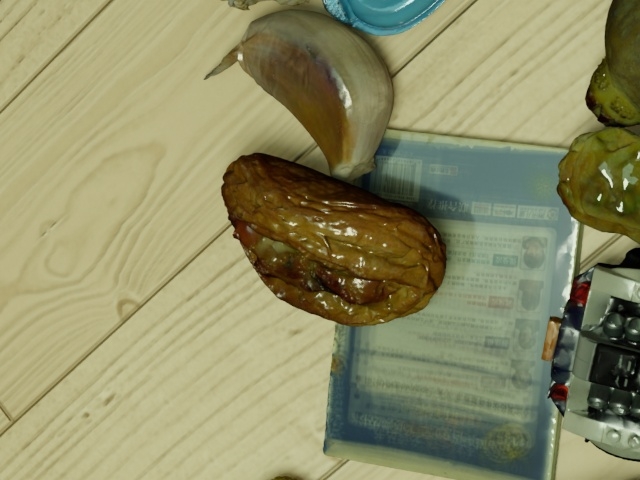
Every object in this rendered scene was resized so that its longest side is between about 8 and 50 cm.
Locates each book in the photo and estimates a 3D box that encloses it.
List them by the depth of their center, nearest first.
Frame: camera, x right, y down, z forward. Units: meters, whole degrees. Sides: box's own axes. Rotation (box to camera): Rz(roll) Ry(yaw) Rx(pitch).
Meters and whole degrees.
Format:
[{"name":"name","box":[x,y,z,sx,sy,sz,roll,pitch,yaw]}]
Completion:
[{"name":"book","box":[0.123,0.063,1.401,0.228,0.018,0.323,9,97,19]}]

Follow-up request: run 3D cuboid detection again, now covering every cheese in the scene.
[{"name":"cheese","box":[0.113,-0.271,1.367,0.256,0.037,0.106,-28,87,17]}]

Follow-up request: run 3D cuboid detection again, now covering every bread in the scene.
[{"name":"bread","box":[0.331,-0.030,1.272,0.269,0.098,0.087,15,75,18]}]

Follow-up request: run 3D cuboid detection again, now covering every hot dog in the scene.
[{"name":"hot dog","box":[0.001,-0.003,1.366,0.226,0.160,0.099,24,60,27]}]

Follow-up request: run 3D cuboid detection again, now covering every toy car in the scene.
[{"name":"toy car","box":[0.340,0.121,1.284,0.301,0.118,0.193,14,105,14]}]

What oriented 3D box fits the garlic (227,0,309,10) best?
[{"name":"garlic","box":[-0.054,-0.319,1.388,0.131,0.127,0.194,-6,62,-10]}]

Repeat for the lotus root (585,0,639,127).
[{"name":"lotus root","box":[0.349,-0.189,1.238,0.309,0.173,0.173,-35,83,24]}]

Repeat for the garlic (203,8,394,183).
[{"name":"garlic","box":[-0.019,-0.151,1.395,0.198,0.090,0.129,36,118,19]}]

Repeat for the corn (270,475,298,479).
[{"name":"corn","box":[0.026,0.309,1.423,0.231,0.080,0.080,36,104,13]}]
